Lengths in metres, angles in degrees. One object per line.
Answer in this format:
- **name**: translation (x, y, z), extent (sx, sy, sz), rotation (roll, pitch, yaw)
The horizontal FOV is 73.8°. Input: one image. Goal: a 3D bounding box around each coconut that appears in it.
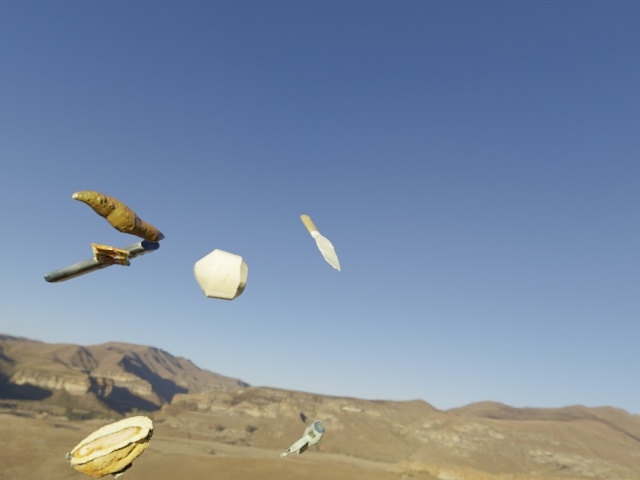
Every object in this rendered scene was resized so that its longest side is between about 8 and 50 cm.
- **coconut**: translation (-0.418, 0.143, 1.779), extent (0.221, 0.202, 0.202), rotation (13, -22, -13)

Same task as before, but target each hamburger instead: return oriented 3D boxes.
- **hamburger**: translation (-0.460, 0.469, 0.953), extent (0.175, 0.102, 0.087), rotation (-19, 36, -31)

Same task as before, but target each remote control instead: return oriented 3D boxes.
- **remote control**: translation (-0.724, 0.070, 1.416), extent (0.377, 0.044, 0.107), rotation (-17, 2, 11)

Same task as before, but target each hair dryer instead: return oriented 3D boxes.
- **hair dryer**: translation (-0.080, 0.726, 1.487), extent (0.199, 0.067, 0.167), rotation (-22, -34, -41)

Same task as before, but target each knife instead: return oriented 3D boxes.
- **knife**: translation (0.001, -0.002, 1.007), extent (0.047, 0.017, 0.298), rotation (23, 15, -22)

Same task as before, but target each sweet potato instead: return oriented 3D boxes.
- **sweet potato**: translation (-0.484, -0.051, 1.058), extent (0.067, 0.067, 0.274), rotation (-3, -26, 26)

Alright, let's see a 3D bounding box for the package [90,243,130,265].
- **package**: translation (-0.636, 0.044, 1.296), extent (0.107, 0.031, 0.121), rotation (12, -28, -17)
